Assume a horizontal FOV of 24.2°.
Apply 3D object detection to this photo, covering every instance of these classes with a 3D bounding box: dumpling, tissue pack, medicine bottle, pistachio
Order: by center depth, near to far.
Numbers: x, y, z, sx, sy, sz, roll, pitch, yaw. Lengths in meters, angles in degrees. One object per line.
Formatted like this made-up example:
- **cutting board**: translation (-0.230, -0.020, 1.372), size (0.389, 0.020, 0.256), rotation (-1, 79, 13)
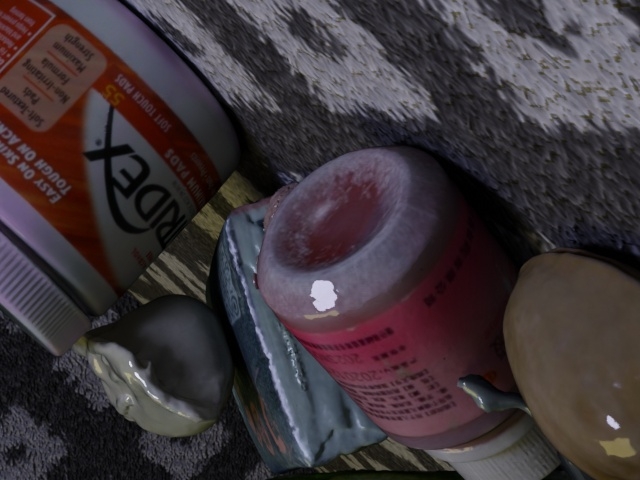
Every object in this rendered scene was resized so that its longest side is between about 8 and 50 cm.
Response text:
- **pistachio**: translation (0.162, 0.068, 0.820), size (0.185, 0.108, 0.126), rotation (37, 147, 58)
- **medicine bottle**: translation (0.074, 0.060, 0.980), size (0.247, 0.147, 0.147), rotation (49, 167, -35)
- **medicine bottle**: translation (-0.230, -0.070, 1.253), size (0.252, 0.241, 0.252), rotation (40, 170, 9)
- **dumpling**: translation (-0.149, 0.104, 1.312), size (0.151, 0.124, 0.229), rotation (18, -175, -12)
- **tissue pack**: translation (-0.031, 0.096, 1.369), size (0.316, 0.103, 0.228), rotation (123, 130, -78)

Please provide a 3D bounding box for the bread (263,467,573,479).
- **bread**: translation (0.110, 0.278, 1.405), size (0.382, 0.129, 0.366), rotation (-9, 165, 43)

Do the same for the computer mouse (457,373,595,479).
- **computer mouse**: translation (0.240, 0.194, 0.913), size (0.379, 0.090, 0.167), rotation (29, 169, -2)

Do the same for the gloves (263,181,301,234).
- **gloves**: translation (0.003, 0.005, 1.157), size (0.110, 0.094, 0.144), rotation (55, 175, -7)
